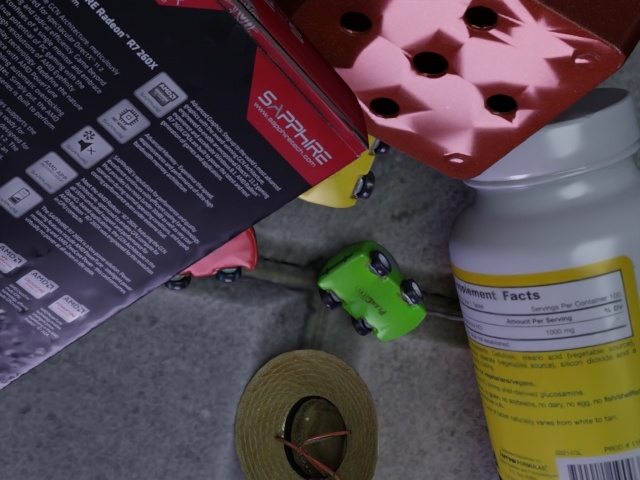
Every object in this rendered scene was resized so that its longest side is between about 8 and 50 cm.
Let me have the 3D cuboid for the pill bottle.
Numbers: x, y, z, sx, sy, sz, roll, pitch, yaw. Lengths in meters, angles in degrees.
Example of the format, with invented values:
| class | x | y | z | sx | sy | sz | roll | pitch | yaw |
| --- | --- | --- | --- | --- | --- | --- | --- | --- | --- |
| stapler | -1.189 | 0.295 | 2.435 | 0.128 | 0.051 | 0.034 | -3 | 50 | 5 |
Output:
| class | x | y | z | sx | sy | sz | roll | pitch | yaw |
| --- | --- | --- | --- | --- | --- | --- | --- | --- | --- |
| pill bottle | 0.210 | 0.056 | 1.024 | 0.188 | 0.188 | 0.334 | -16 | 103 | -13 |

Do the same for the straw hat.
| class | x | y | z | sx | sy | sz | roll | pitch | yaw |
| --- | --- | --- | --- | --- | --- | --- | --- | --- | --- |
| straw hat | 0.002 | 0.163 | 1.045 | 0.061 | 0.144 | 0.144 | 13 | 97 | -59 |

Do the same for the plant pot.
| class | x | y | z | sx | sy | sz | roll | pitch | yaw |
| --- | --- | --- | --- | --- | --- | --- | --- | --- | --- |
| plant pot | 0.091 | -0.203 | 0.860 | 0.267 | 0.267 | 0.235 | 26 | 56 | -18 |

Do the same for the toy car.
| class | x | y | z | sx | sy | sz | roll | pitch | yaw |
| --- | --- | --- | --- | --- | --- | --- | --- | --- | --- |
| toy car | 0.000 | 0.000 | 1.007 | 0.239 | 0.053 | 0.225 | -34 | 125 | 20 |

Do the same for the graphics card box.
| class | x | y | z | sx | sy | sz | roll | pitch | yaw |
| --- | --- | --- | --- | --- | --- | --- | --- | --- | --- |
| graphics card box | -0.187 | -0.051 | 0.781 | 0.371 | 0.094 | 0.233 | -34 | 124 | 18 |
